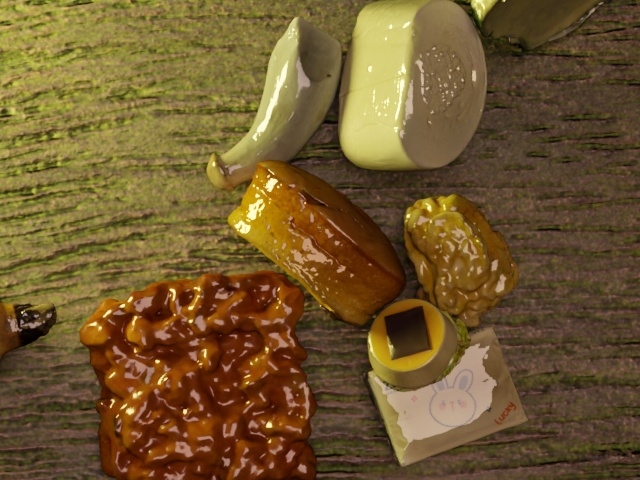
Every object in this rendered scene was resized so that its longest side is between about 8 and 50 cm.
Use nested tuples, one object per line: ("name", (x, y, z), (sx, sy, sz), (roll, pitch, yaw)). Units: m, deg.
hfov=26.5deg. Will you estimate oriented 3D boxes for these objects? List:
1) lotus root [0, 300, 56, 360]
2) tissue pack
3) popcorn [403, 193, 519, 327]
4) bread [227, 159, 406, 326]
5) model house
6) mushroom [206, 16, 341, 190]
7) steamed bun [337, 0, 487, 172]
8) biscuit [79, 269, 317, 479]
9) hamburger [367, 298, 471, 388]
("lotus root", (-0.520, 0.121, 1.871), (0.310, 0.183, 0.183), (2, 84, -10))
("tissue pack", (0.175, 0.222, 1.939), (0.196, 0.092, 0.148), (-20, 85, -5))
("popcorn", (0.203, 0.029, 1.942), (0.163, 0.140, 0.194), (-6, 86, 1))
("bread", (0.000, 0.000, 1.902), (0.270, 0.195, 0.142), (38, 92, 2))
("model house", (0.280, -0.456, 1.947), (0.266, 0.321, 0.261), (52, 121, 21))
("mushroom", (-0.058, -0.180, 1.965), (0.118, 0.103, 0.270), (29, 88, -1))
("steamed bun", (0.131, -0.216, 1.935), (0.155, 0.200, 0.250), (14, 84, -33))
("biscuit", (-0.167, 0.205, 1.909), (0.318, 0.110, 0.312), (-7, 86, -5))
("hamburger", (0.134, 0.142, 1.871), (0.141, 0.081, 0.126), (-30, 54, 2))
